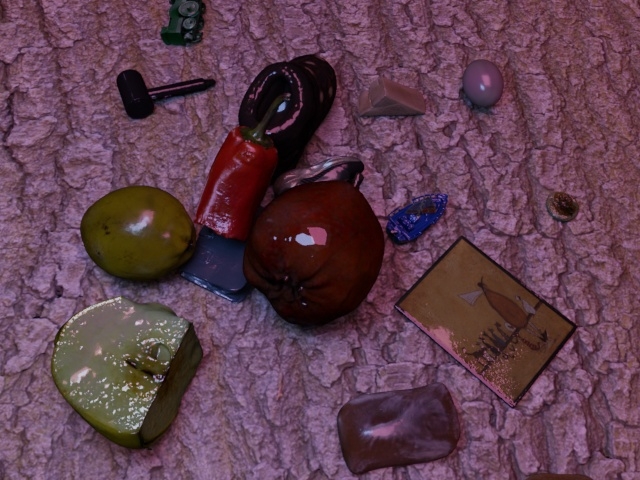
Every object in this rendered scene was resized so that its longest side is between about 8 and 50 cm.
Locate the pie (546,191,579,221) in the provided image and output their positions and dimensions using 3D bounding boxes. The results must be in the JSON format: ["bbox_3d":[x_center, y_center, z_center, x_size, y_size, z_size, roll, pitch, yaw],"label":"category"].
[{"bbox_3d":[0.593,-0.085,1.752,0.085,0.017,0.085,2,62,-3],"label":"pie"}]

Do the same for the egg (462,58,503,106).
[{"bbox_3d":[0.425,-0.411,1.866,0.103,0.103,0.135,-9,64,-8],"label":"egg"}]

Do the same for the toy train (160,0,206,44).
[{"bbox_3d":[-0.372,-0.613,1.952,0.104,0.071,0.178,-1,63,8],"label":"toy train"}]

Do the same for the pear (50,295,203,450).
[{"bbox_3d":[-0.408,0.258,1.434,0.281,0.176,0.287,17,58,8],"label":"pear"}]

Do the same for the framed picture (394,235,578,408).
[{"bbox_3d":[0.372,0.172,1.606,0.338,0.014,0.255,41,67,17],"label":"framed picture"}]

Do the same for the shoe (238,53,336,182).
[{"bbox_3d":[-0.074,-0.345,1.728,0.171,0.237,0.384,22,64,8],"label":"shoe"}]

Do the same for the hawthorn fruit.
[{"bbox_3d":[-0.012,0.017,1.519,0.308,0.308,0.325,12,27,3],"label":"hawthorn fruit"}]

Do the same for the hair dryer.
[{"bbox_3d":[-0.394,-0.401,1.841,0.247,0.071,0.114,-18,65,-16],"label":"hair dryer"}]

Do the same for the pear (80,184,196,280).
[{"bbox_3d":[-0.400,-0.016,1.557,0.269,0.212,0.213,11,61,17],"label":"pear"}]

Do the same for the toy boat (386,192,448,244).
[{"bbox_3d":[0.238,-0.069,1.673,0.175,0.110,0.091,-33,69,-20],"label":"toy boat"}]

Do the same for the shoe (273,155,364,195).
[{"bbox_3d":[0.004,-0.124,1.704,0.227,0.099,0.112,-15,71,-7],"label":"shoe"}]

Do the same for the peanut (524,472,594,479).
[{"bbox_3d":[0.463,0.501,1.406,0.174,0.080,0.080,-1,62,0],"label":"peanut"}]

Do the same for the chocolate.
[{"bbox_3d":[0.164,0.373,1.452,0.253,0.080,0.157,-8,63,-7],"label":"chocolate"}]

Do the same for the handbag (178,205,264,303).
[{"bbox_3d":[-0.206,0.010,1.633,0.179,0.062,0.229,25,64,10],"label":"handbag"}]

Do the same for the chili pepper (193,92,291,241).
[{"bbox_3d":[-0.159,-0.174,1.541,0.134,0.131,0.339,24,103,11],"label":"chili pepper"}]

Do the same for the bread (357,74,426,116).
[{"bbox_3d":[0.187,-0.359,1.872,0.152,0.105,0.077,17,57,-31],"label":"bread"}]
